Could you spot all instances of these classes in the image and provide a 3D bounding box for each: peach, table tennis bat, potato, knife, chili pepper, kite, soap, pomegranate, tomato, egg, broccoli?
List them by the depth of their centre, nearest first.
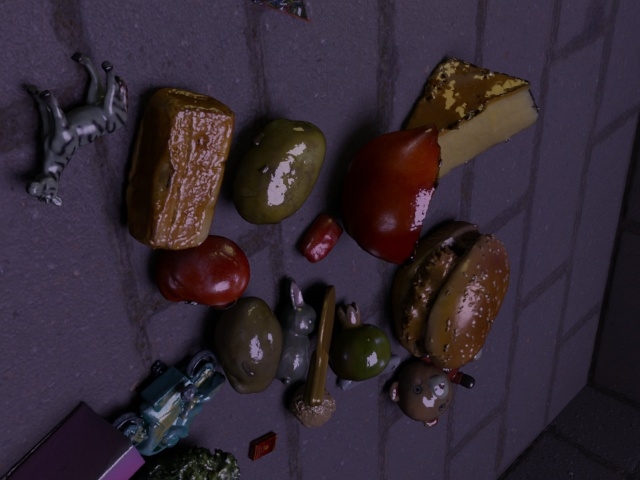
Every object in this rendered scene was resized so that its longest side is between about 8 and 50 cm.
[{"bbox_3d":[-0.492,0.460,1.632,0.259,0.181,0.081,-45,141,-25],"label":"soap"},{"bbox_3d":[-0.068,-0.517,1.684,0.189,0.009,0.232,-44,142,-26],"label":"kite"},{"bbox_3d":[-0.237,0.061,1.705,0.187,0.187,0.151,8,93,-53],"label":"tomato"},{"bbox_3d":[-0.090,-0.146,1.773,0.197,0.149,0.228,-16,127,-62],"label":"potato"},{"bbox_3d":[-0.161,0.239,1.910,0.178,0.160,0.235,-28,119,-52],"label":"potato"},{"bbox_3d":[-0.308,0.597,1.923,0.288,0.235,0.259,-22,94,-33],"label":"broccoli"},{"bbox_3d":[0.158,-0.126,2.018,0.257,0.201,0.361,-87,-169,-61],"label":"peach"},{"bbox_3d":[0.000,0.000,2.052,0.123,0.070,0.073,-54,160,-16],"label":"chili pepper"},{"bbox_3d":[0.006,0.265,2.126,0.198,0.050,0.320,86,14,-62],"label":"table tennis bat"},{"bbox_3d":[-0.023,0.442,2.263,0.140,0.118,0.116,66,42,-58],"label":"egg"},{"bbox_3d":[0.104,0.280,2.267,0.179,0.179,0.210,-26,130,-40],"label":"pomegranate"},{"bbox_3d":[0.144,0.394,2.509,0.266,0.041,0.073,-12,132,-48],"label":"knife"}]

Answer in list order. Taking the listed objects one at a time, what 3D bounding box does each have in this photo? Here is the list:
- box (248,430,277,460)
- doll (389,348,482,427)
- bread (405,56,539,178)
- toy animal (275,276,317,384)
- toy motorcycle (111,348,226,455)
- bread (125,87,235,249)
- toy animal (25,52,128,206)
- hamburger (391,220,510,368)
[{"bbox_3d":[-0.154,0.548,2.246,0.082,0.023,0.051,-16,125,-46],"label":"box"},{"bbox_3d":[0.362,0.423,2.703,0.235,0.174,0.329,41,74,-23],"label":"doll"},{"bbox_3d":[0.398,-0.289,2.205,0.248,0.279,0.315,41,67,-61],"label":"bread"},{"bbox_3d":[-0.063,0.218,2.065,0.125,0.127,0.251,0,108,-48],"label":"toy animal"},{"bbox_3d":[-0.326,0.373,1.849,0.296,0.109,0.198,-43,142,-24],"label":"toy motorcycle"},{"bbox_3d":[-0.263,-0.129,1.582,0.167,0.132,0.294,-6,118,-49],"label":"bread"},{"bbox_3d":[-0.421,-0.194,1.389,0.255,0.090,0.170,-50,147,-14],"label":"toy animal"},{"bbox_3d":[0.358,0.159,2.445,0.287,0.268,0.445,15,101,-50],"label":"hamburger"}]
